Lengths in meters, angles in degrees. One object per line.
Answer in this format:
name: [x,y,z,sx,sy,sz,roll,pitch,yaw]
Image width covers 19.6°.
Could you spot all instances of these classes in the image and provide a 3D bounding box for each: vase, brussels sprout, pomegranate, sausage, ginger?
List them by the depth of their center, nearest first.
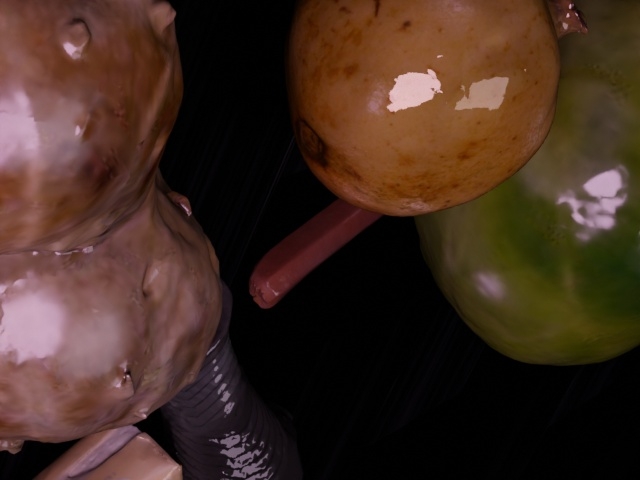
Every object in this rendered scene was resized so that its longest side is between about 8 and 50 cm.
ginger: [-0.147,-0.017,0.820,0.256,0.176,0.375,-19,142,-32]
pomegranate: [0.072,-0.111,1.128,0.196,0.196,0.196,-44,157,-25]
vase: [-0.079,0.104,1.246,0.115,0.115,0.237,-47,154,-18]
sausage: [0.000,0.000,1.336,0.147,0.035,0.030,-39,151,-38]
brussels sprout: [0.203,-0.071,1.382,0.344,0.268,0.344,-60,180,1]

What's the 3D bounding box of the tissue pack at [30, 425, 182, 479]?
tissue pack: [-0.184,0.240,1.230,0.222,0.090,0.186,-42,153,-30]
